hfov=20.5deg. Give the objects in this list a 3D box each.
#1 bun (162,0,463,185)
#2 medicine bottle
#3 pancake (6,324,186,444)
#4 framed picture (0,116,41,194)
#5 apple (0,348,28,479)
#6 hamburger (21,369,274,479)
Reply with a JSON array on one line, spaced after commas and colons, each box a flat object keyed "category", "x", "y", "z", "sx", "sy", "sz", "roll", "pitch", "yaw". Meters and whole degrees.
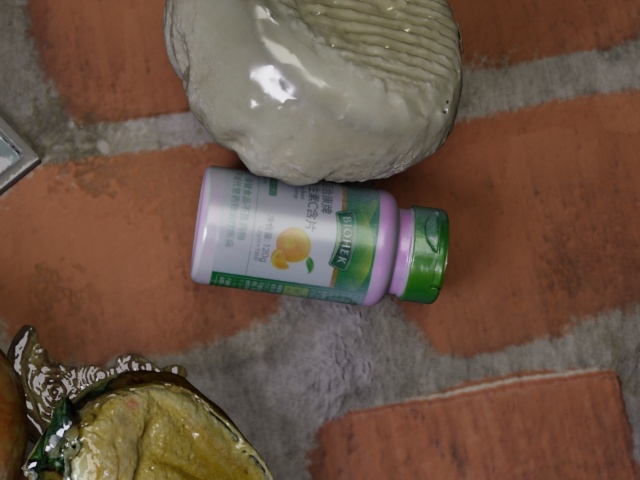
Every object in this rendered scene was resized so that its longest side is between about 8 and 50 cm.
[{"category": "bun", "x": -0.019, "y": -0.207, "z": 1.946, "sx": 0.359, "sy": 0.211, "sz": 0.360, "roll": 20, "pitch": 43, "yaw": -20}, {"category": "medicine bottle", "x": 0.000, "y": 0.000, "z": 1.940, "sx": 0.274, "sy": 0.133, "sz": 0.133, "roll": 8, "pitch": 71, "yaw": -7}, {"category": "pancake", "x": -0.241, "y": 0.157, "z": 1.912, "sx": 0.190, "sy": 0.020, "sz": 0.184, "roll": -20, "pitch": 75, "yaw": -14}, {"category": "framed picture", "x": -0.470, "y": -0.123, "z": 1.974, "sx": 0.192, "sy": 0.018, "sz": 0.265, "roll": -43, "pitch": 82, "yaw": -17}, {"category": "apple", "x": -0.443, "y": 0.192, "z": 1.767, "sx": 0.309, "sy": 0.250, "sz": 0.277, "roll": 15, "pitch": 85, "yaw": 19}, {"category": "hamburger", "x": -0.154, "y": 0.245, "z": 1.811, "sx": 0.309, "sy": 0.132, "sz": 0.211, "roll": 45, "pitch": 55, "yaw": -15}]
